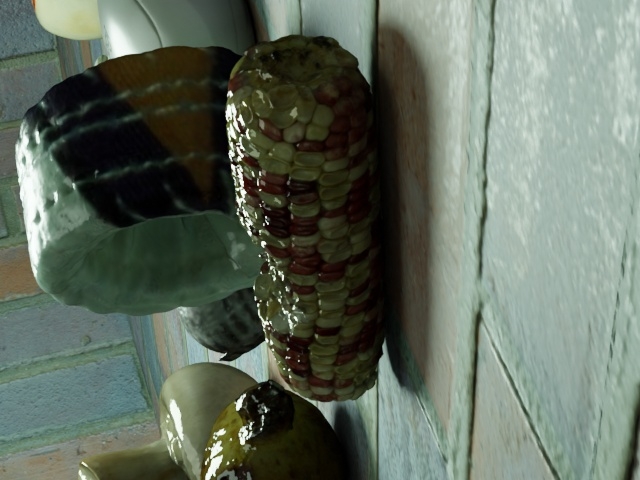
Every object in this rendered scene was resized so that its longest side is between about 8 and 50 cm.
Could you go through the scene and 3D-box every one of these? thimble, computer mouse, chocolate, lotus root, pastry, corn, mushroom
[{"bbox_3d":[-0.120,-0.041,1.466,0.237,0.237,0.150,99,160,-64],"label":"thimble"},{"bbox_3d":[-0.139,-0.218,1.617,0.184,0.121,0.297,95,159,-63],"label":"computer mouse"},{"bbox_3d":[-0.101,-0.012,1.707,0.110,0.110,0.248,-134,31,-71],"label":"chocolate"},{"bbox_3d":[-0.040,0.209,1.569,0.260,0.128,0.145,91,173,-47],"label":"lotus root"},{"bbox_3d":[-0.320,-0.383,2.390,0.265,0.133,0.265,170,90,-83],"label":"pastry"},{"bbox_3d":[-0.005,-0.002,1.205,0.098,0.098,0.290,-114,14,-47],"label":"corn"},{"bbox_3d":[-0.136,0.232,1.880,0.207,0.215,0.207,169,90,-72],"label":"mushroom"}]

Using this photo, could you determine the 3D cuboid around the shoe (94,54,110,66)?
[{"bbox_3d":[-0.186,-0.132,1.984,0.342,0.132,0.211,-136,38,-65],"label":"shoe"}]
